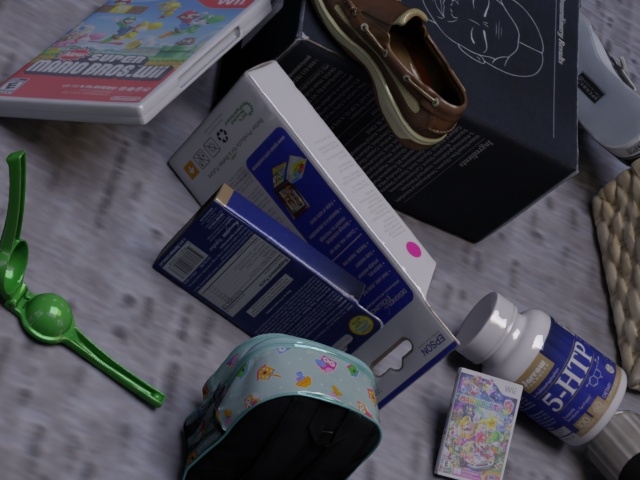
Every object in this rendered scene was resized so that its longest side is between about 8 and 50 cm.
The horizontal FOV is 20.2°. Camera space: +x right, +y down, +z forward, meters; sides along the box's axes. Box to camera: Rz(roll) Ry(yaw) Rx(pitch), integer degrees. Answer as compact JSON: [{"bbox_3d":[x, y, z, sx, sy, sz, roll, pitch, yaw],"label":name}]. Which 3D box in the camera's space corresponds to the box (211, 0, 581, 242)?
[{"bbox_3d":[0.098,-0.226,2.166,0.395,0.212,0.293,23,53,-23],"label":"box"}]

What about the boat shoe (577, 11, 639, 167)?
[{"bbox_3d":[0.377,-0.207,2.457,0.105,0.113,0.306,42,7,-48],"label":"boat shoe"}]

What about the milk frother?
[{"bbox_3d":[0.344,0.290,2.072,0.143,0.129,0.135,-13,30,-16],"label":"milk frother"}]

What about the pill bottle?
[{"bbox_3d":[0.253,0.146,2.094,0.186,0.112,0.112,35,43,-11],"label":"pill bottle"}]

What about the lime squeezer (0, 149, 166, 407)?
[{"bbox_3d":[-0.263,0.047,1.776,0.059,0.110,0.310,-82,150,-59],"label":"lime squeezer"}]

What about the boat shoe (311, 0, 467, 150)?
[{"bbox_3d":[0.080,-0.229,1.946,0.095,0.095,0.257,-28,83,-42],"label":"boat shoe"}]

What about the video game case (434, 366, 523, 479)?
[{"bbox_3d":[0.178,0.211,2.012,0.087,0.011,0.122,18,81,-27],"label":"video game case"}]

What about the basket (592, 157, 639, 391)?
[{"bbox_3d":[0.554,0.015,2.279,0.266,0.328,0.331,17,50,-25],"label":"basket"}]

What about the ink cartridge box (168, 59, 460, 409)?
[{"bbox_3d":[0.000,0.000,1.957,0.069,0.176,0.371,-27,78,-48],"label":"ink cartridge box"}]

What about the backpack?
[{"bbox_3d":[-0.032,0.176,1.787,0.166,0.188,0.144,23,47,-23],"label":"backpack"}]

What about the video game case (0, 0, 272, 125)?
[{"bbox_3d":[-0.206,-0.204,1.961,0.285,0.204,0.025,-49,136,-48],"label":"video game case"}]

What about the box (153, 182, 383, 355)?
[{"bbox_3d":[-0.051,0.048,1.909,0.225,0.136,0.036,37,42,-10],"label":"box"}]
